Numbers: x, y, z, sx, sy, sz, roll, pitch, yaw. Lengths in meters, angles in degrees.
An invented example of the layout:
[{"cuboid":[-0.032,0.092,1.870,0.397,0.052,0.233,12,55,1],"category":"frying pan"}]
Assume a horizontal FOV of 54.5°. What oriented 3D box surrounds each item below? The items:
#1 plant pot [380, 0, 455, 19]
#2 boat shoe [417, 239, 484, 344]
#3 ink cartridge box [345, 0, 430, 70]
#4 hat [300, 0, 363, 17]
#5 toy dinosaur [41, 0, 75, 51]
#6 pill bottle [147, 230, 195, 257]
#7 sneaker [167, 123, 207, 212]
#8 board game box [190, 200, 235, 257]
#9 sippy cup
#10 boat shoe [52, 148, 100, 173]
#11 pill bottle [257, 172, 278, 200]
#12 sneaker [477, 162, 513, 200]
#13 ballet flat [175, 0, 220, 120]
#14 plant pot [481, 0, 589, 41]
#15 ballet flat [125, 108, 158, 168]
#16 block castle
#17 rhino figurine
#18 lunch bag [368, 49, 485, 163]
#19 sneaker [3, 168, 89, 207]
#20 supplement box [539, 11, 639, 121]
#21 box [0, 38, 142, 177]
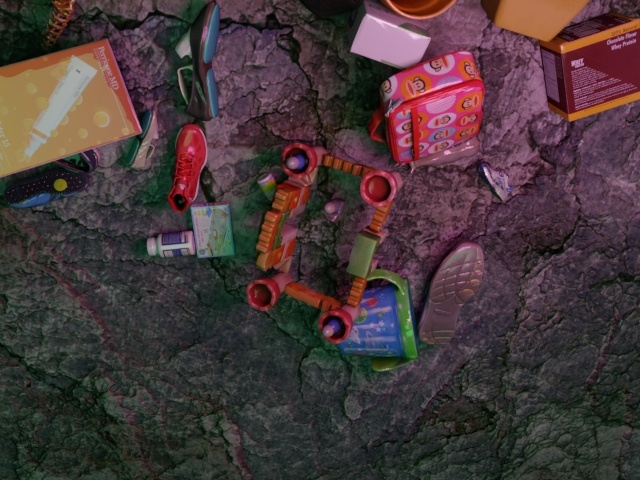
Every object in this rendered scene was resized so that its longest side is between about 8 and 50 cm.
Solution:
[{"cuboid":[0.188,-0.598,1.349,0.205,0.188,0.205,-7,117,-14],"category":"plant pot"},{"cuboid":[0.357,0.136,1.785,0.132,0.130,0.355,14,120,-9],"category":"boat shoe"},{"cuboid":[0.145,-0.478,1.398,0.154,0.212,0.093,15,127,-14],"category":"ink cartridge box"},{"cuboid":[0.002,-0.655,1.324,0.134,0.331,0.331,-50,118,-25],"category":"hat"},{"cuboid":[-0.584,-0.578,1.322,0.219,0.164,0.321,1,96,-24],"category":"toy dinosaur"},{"cuboid":[-0.402,0.011,1.677,0.120,0.067,0.067,-6,117,-3],"category":"pill bottle"},{"cuboid":[-0.332,-0.171,1.557,0.087,0.128,0.221,4,117,-8],"category":"sneaker"},{"cuboid":[-0.291,-0.029,1.691,0.104,0.026,0.154,-4,117,-4],"category":"board game box"},{"cuboid":[0.154,0.232,1.772,0.224,0.240,0.305,-8,86,9],"category":"sippy cup"},{"cuboid":[-0.667,-0.240,1.516,0.255,0.079,0.095,35,109,-21],"category":"boat shoe"},{"cuboid":[-0.130,-0.135,1.643,0.043,0.043,0.083,-27,117,8],"category":"pill bottle"},{"cuboid":[0.477,-0.171,1.689,0.058,0.052,0.135,-42,121,4],"category":"sneaker"},{"cuboid":[-0.290,-0.417,1.460,0.096,0.095,0.280,8,116,4],"category":"ballet flat"},{"cuboid":[0.481,-0.576,1.401,0.212,0.212,0.187,12,128,-11],"category":"plant pot"},{"cuboid":[-0.436,-0.254,1.556,0.052,0.057,0.168,9,123,-41],"category":"ballet flat"},{"cuboid":[0.000,0.000,1.556,0.303,0.213,0.453,22,109,15],"category":"block castle"},{"cuboid":[0.296,-0.228,1.603,0.243,0.106,0.073,-18,117,4],"category":"rhino figurine"},{"cuboid":[0.236,-0.293,1.432,0.258,0.120,0.293,-18,161,5],"category":"lunch bag"},{"cuboid":[-0.689,-0.130,1.584,0.209,0.082,0.069,-14,82,-5],"category":"sneaker"},{"cuboid":[0.664,-0.428,1.526,0.191,0.129,0.194,-18,118,4],"category":"supplement box"},{"cuboid":[-0.602,-0.293,1.385,0.345,0.168,0.214,-21,108,-12],"category":"box"}]
